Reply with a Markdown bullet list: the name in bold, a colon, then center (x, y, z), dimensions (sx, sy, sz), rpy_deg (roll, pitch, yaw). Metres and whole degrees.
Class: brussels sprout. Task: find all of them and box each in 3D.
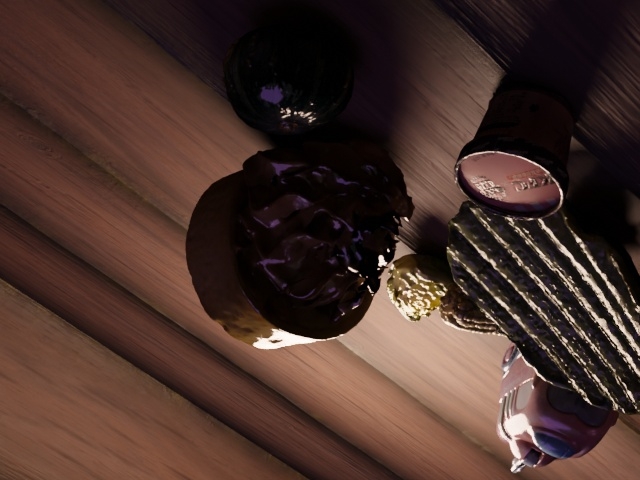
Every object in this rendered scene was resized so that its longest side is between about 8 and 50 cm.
- **brussels sprout**: center (0.191, 0.078, 1.933), dimensions (0.139, 0.100, 0.181), rpy_deg (0, 139, 28)

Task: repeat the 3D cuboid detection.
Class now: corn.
- **corn**: center (0.301, 0.127, 1.882), dimensions (0.211, 0.087, 0.087), rpy_deg (15, 161, -31)

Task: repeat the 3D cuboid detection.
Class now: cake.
- **cake**: center (-0.007, 0.000, 1.719), dimensions (0.332, 0.332, 0.321), rpy_deg (39, 145, -25)

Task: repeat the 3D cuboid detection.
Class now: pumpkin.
- **pumpkin**: center (-0.048, -0.226, 1.519), dimensions (0.190, 0.146, 0.190), rpy_deg (-6, 154, -3)

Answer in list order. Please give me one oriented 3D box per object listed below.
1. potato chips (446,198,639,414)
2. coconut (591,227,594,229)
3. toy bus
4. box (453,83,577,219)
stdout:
- **potato chips**: center (0.367, 0.091, 1.646), dimensions (0.429, 0.070, 0.358), rpy_deg (51, 152, 9)
- **coconut**: center (0.411, 0.021, 1.676), dimensions (0.133, 0.055, 0.158), rpy_deg (6, 146, 36)
- **toy bus**: center (0.431, 0.297, 1.967), dimensions (0.197, 0.232, 0.294), rpy_deg (27, 154, -3)
- **box**: center (0.268, -0.124, 1.448), dimensions (0.151, 0.135, 0.151), rpy_deg (17, 153, 9)
